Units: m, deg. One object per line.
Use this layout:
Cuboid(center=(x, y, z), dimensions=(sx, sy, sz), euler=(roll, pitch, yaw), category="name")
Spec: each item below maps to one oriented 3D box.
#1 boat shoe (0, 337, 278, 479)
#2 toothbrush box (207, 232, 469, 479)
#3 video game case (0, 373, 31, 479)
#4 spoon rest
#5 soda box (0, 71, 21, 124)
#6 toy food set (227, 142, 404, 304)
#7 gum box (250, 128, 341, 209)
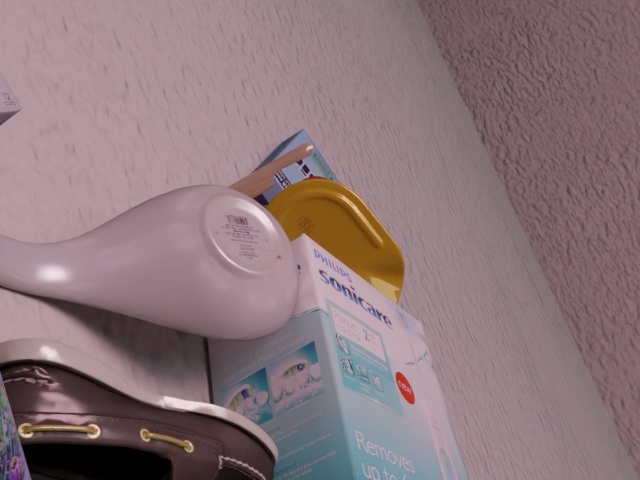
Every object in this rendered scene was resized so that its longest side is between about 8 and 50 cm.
Cuboid(center=(-0.115, 0.136, 0.523), dimensions=(0.227, 0.081, 0.069), euler=(32, 36, -37), category="boat shoe")
Cuboid(center=(0.024, 0.177, 0.710), dimensions=(0.216, 0.126, 0.296), euler=(38, 28, -43), category="toothbrush box")
Cuboid(center=(-0.172, 0.144, 0.361), dimensions=(0.157, 0.019, 0.143), euler=(-73, 161, -61), category="video game case")
Cuboid(center=(-0.127, 0.007, 0.598), dimensions=(0.276, 0.084, 0.137), euler=(11, 51, -42), category="spoon rest")
Cuboid(center=(-0.271, -0.077, 0.452), dimensions=(0.069, 0.074, 0.216), euler=(60, 21, -2), category="soda box")
Cuboid(center=(0.000, 0.000, 0.913), dimensions=(0.218, 0.128, 0.071), euler=(53, 1, -5), category="toy food set")
Cuboid(center=(-0.013, -0.045, 1.035), dimensions=(0.157, 0.041, 0.184), euler=(56, 22, -11), category="gum box")
